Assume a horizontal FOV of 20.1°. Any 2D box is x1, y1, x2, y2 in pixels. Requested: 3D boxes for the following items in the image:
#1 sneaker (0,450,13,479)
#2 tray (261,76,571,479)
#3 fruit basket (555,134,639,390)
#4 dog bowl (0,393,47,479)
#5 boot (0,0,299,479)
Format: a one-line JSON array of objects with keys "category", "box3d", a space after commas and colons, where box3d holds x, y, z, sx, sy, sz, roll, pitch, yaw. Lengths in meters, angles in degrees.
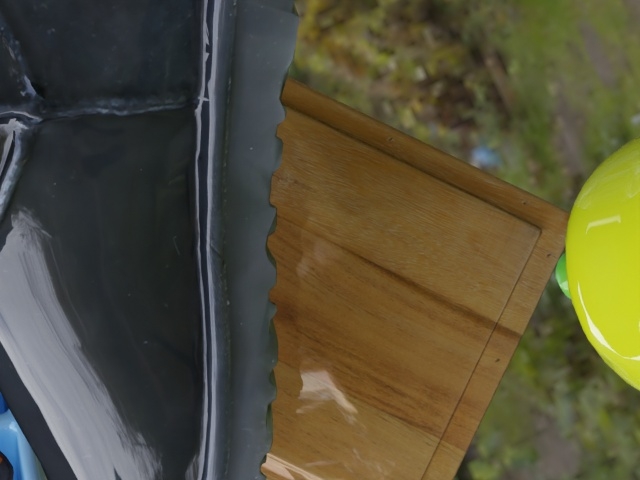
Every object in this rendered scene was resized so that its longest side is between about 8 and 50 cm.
[{"category": "sneaker", "box3d": [-0.178, 0.198, 0.876, 0.321, 0.180, 0.125, 45, 153, -27]}, {"category": "tray", "box3d": [-0.090, -0.011, 0.989, 0.411, 0.202, 0.076, 26, 178, 2]}, {"category": "fruit basket", "box3d": [0.256, 0.008, 0.627, 0.283, 0.392, 0.392, 37, 173, 1]}, {"category": "dog bowl", "box3d": [-0.259, 0.143, 1.204, 0.074, 0.166, 0.297, 90, 166, -63]}, {"category": "boot", "box3d": [-0.245, 0.011, 0.690, 0.146, 0.445, 0.367, -132, 40, -54]}]
